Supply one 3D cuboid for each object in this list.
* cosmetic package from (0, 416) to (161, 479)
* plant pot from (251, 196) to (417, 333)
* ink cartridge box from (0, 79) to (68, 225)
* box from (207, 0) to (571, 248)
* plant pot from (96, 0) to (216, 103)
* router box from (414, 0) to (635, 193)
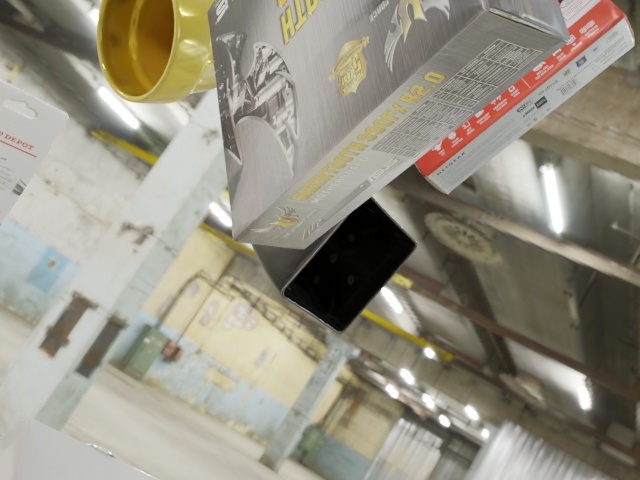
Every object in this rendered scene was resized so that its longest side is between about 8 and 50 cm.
[{"bbox_3d":[-0.269,0.380,0.747,0.197,0.155,0.365,41,23,-33],"label":"cosmetic package"},{"bbox_3d":[0.000,0.000,1.207,0.167,0.188,0.187,40,1,39],"label":"plant pot"},{"bbox_3d":[-0.361,-0.092,0.840,0.104,0.180,0.060,28,13,-44],"label":"ink cartridge box"},{"bbox_3d":[0.015,-0.124,0.452,0.056,0.183,0.231,8,-28,-32],"label":"box"},{"bbox_3d":[-0.249,-0.378,1.489,0.254,0.254,0.239,21,18,41],"label":"plant pot"},{"bbox_3d":[0.225,-0.287,1.173,0.082,0.335,0.301,28,27,-55],"label":"router box"}]
